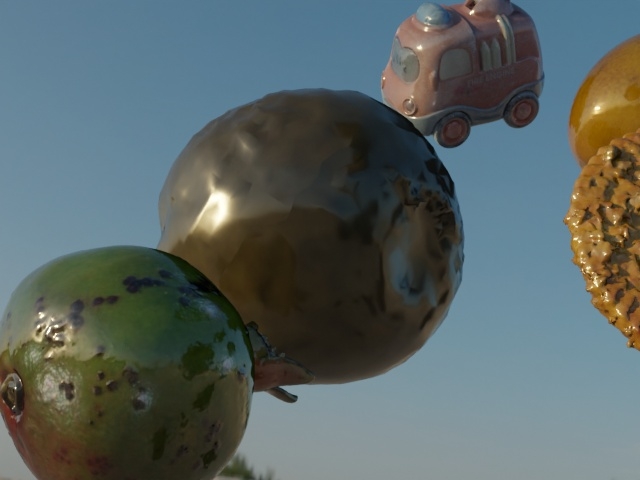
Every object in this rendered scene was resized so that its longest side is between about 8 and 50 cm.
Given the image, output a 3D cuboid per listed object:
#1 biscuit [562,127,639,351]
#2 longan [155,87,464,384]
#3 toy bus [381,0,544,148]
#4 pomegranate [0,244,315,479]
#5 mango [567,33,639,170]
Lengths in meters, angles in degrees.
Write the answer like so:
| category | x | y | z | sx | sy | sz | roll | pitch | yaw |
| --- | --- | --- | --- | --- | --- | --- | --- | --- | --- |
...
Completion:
| category | x | y | z | sx | sy | sz | roll | pitch | yaw |
| --- | --- | --- | --- | --- | --- | --- | --- | --- | --- |
| biscuit | 0.305 | 0.007 | 0.728 | 0.253 | 0.254 | 0.035 | 7 | -36 | -4 |
| longan | -0.001 | -0.007 | 1.361 | 0.435 | 0.404 | 0.404 | 9 | -15 | -23 |
| toy bus | 0.250 | -0.320 | 1.751 | 0.294 | 0.197 | 0.232 | -15 | -54 | -11 |
| pomegranate | -0.166 | 0.123 | 1.013 | 0.323 | 0.291 | 0.291 | -18 | -8 | -18 |
| mango | 0.565 | -0.227 | 1.637 | 0.221 | 0.378 | 0.264 | 25 | -33 | 43 |
